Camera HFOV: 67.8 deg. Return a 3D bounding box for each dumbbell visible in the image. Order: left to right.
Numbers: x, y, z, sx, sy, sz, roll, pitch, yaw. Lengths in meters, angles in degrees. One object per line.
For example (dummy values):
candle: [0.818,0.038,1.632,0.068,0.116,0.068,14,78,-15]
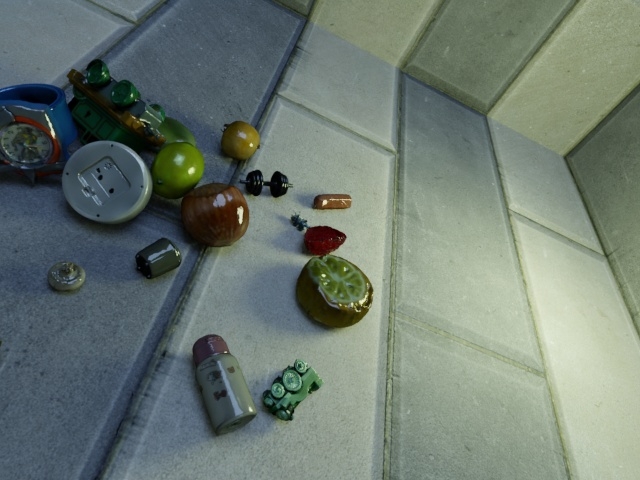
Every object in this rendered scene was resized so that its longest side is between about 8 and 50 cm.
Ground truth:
dumbbell: [-0.193,-0.205,1.724,0.208,0.099,0.099,1,51,-31]

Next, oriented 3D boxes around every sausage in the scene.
sausage: [0.039,-0.149,1.849,0.169,0.065,0.065,-4,54,-34]

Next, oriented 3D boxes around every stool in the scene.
stool: [-0.452,0.051,1.327,0.096,0.096,0.110,45,49,12]

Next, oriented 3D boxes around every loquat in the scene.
loquat: [-0.302,-0.375,1.786,0.163,0.137,0.163,8,60,-14]

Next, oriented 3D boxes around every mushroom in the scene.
mushroom: [-0.634,0.082,1.191,0.085,0.079,0.085,13,50,-16]

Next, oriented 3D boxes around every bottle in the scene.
bottle: [-0.246,0.342,1.172,0.109,0.110,0.233,-7,55,-37]

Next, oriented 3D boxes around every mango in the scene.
mango: [-0.452,-0.222,1.508,0.149,0.186,0.273,28,4,-18]

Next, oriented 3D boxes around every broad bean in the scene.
broad bean: [-0.543,-0.366,1.659,0.227,0.100,0.170,1,57,-34]

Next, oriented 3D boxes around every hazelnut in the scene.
hazelnut: [-0.321,-0.076,1.474,0.214,0.176,0.215,2,75,-9]

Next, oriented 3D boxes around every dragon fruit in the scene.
dragon fruit: [0.000,0.000,1.677,0.162,0.083,0.106,-11,36,-26]

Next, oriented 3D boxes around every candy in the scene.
candy: [0.047,0.156,1.525,0.259,0.118,0.260,19,41,-17]

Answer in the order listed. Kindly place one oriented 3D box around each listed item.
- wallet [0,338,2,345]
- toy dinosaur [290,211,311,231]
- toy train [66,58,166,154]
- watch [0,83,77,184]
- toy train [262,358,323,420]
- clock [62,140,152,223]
wallet: [-0.802,0.197,0.988,0.231,0.069,0.170,39,59,11]
toy dinosaur: [-0.073,-0.067,1.708,0.083,0.047,0.030,41,40,10]
toy train: [-0.665,-0.392,1.512,0.429,0.249,0.178,37,0,25]
watch: [-0.867,-0.319,1.347,0.304,0.242,0.275,-8,43,-13]
toy train: [-0.076,0.395,1.261,0.105,0.071,0.178,50,42,2]
clock: [-0.601,-0.163,1.351,0.230,0.083,0.231,1,86,-7]
